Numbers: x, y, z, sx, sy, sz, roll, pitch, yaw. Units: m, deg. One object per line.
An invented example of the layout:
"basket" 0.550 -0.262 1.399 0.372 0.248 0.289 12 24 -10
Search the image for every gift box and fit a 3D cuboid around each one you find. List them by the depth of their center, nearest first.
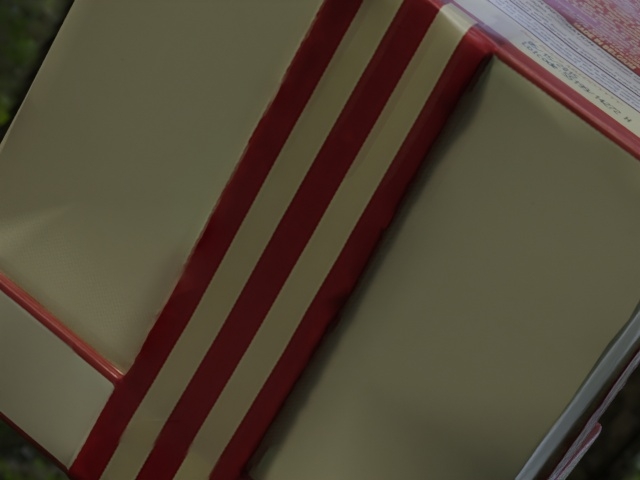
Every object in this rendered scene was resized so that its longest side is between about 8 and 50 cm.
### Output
"gift box" 0.000 0.000 0.700 0.255 0.258 0.276 39 26 17
